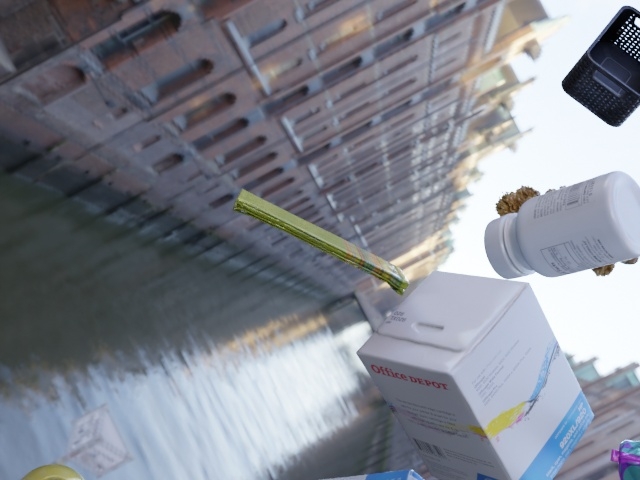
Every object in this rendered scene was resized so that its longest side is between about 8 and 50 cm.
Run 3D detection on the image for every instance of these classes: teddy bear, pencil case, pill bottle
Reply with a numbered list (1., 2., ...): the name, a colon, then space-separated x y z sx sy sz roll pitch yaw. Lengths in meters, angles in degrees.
1. teddy bear: 0.495 -0.018 1.619 0.338 0.113 0.245 19 -33 25
2. pencil case: 0.440 0.273 1.024 0.070 0.152 0.064 27 63 -33
3. pill bottle: 0.373 -0.013 1.287 0.131 0.229 0.131 18 64 -40

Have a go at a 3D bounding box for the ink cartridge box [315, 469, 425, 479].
1. ink cartridge box: 0.070 0.538 1.413 0.285 0.395 0.166 43 48 -26

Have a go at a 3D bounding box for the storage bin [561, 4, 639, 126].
1. storage bin: 0.494 -0.287 1.380 0.122 0.180 0.084 39 -32 6

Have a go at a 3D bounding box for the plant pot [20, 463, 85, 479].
1. plant pot: -0.457 0.443 1.432 0.134 0.134 0.095 63 -27 13

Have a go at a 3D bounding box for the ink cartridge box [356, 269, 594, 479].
1. ink cartridge box: 0.198 0.181 1.063 0.171 0.168 0.232 4 -48 53

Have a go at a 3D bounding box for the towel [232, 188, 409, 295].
1. towel: 0.000 0.000 1.067 0.237 0.021 0.102 27 7 -6
